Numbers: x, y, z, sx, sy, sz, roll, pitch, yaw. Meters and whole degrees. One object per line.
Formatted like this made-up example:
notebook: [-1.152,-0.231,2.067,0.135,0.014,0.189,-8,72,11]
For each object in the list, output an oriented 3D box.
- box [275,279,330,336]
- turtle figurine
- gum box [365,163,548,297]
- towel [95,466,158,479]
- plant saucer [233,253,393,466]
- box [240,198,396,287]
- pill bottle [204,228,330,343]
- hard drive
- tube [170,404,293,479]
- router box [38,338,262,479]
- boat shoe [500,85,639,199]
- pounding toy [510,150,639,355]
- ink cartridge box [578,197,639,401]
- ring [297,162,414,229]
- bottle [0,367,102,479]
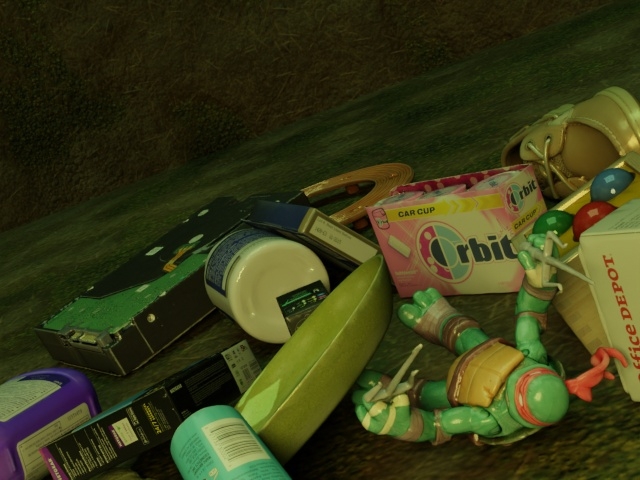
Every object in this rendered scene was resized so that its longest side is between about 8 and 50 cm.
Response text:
box: [-0.007,0.083,1.039,0.052,0.062,0.083,-22,14,-5]
turtle figurine: [0.105,0.088,0.723,0.175,0.118,0.234,-38,8,-17]
gum box: [0.138,-0.006,1.056,0.188,0.107,0.062,-7,20,48]
towel: [-0.190,0.232,0.835,0.148,0.027,0.110,-32,17,-34]
plant saucer: [-0.017,0.113,0.819,0.241,0.037,0.241,-50,4,4]
box: [0.000,0.000,1.216,0.036,0.136,0.225,-63,22,-7]
pill bottle: [-0.069,0.044,1.182,0.112,0.112,0.187,-26,15,-14]
hard drive: [-0.189,0.049,1.388,0.339,0.064,0.237,-38,20,-30]
tube: [-0.025,0.179,0.618,0.080,0.052,0.207,-31,42,-12]
router box: [-0.142,0.149,0.923,0.133,0.046,0.179,-28,-2,18]
boat shoe: [0.281,-0.086,1.147,0.110,0.121,0.341,-27,3,-1]
pounding toy: [0.262,-0.012,0.804,0.206,0.094,0.181,-37,11,10]
ink cartridge box: [0.265,0.035,0.654,0.072,0.127,0.175,-31,16,-35]
ring: [-0.014,-0.036,1.581,0.337,0.032,0.336,-22,13,5]
bottle: [-0.310,0.196,0.940,0.118,0.092,0.283,-13,7,21]
